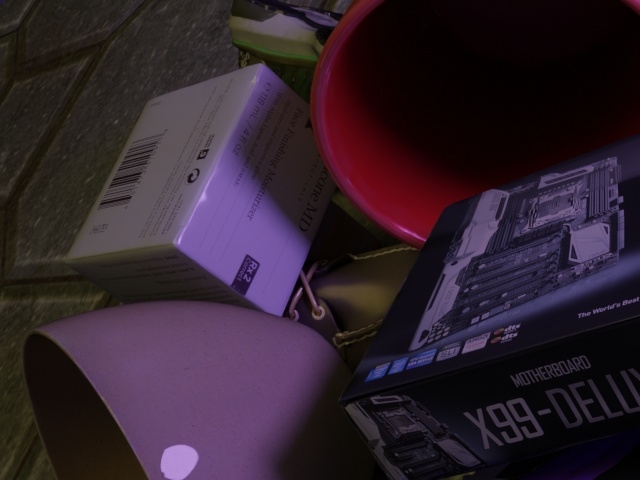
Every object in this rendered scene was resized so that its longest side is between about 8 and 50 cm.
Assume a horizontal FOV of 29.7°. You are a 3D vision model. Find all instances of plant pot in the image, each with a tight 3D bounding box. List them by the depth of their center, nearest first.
[{"bbox_3d":[-0.071,0.159,0.892,0.191,0.284,0.284,-24,21,-25],"label":"plant pot"},{"bbox_3d":[0.151,-0.154,0.927,0.275,0.275,0.243,-27,28,34],"label":"plant pot"}]

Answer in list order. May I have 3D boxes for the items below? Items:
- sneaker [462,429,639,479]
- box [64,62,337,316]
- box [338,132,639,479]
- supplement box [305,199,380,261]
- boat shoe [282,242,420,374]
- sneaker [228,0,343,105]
[{"bbox_3d":[0.118,0.216,0.701,0.293,0.102,0.146,-49,32,3],"label":"sneaker"},{"bbox_3d":[-0.095,-0.031,1.027,0.182,0.119,0.181,-8,52,49],"label":"box"},{"bbox_3d":[0.188,0.017,0.729,0.307,0.076,0.242,-21,21,33],"label":"box"},{"bbox_3d":[0.000,0.000,1.084,0.036,0.098,0.062,1,57,53],"label":"supplement box"},{"bbox_3d":[-0.014,0.071,1.029,0.324,0.096,0.117,-23,40,37],"label":"boat shoe"},{"bbox_3d":[0.019,-0.118,1.199,0.410,0.158,0.182,43,124,57],"label":"sneaker"}]
